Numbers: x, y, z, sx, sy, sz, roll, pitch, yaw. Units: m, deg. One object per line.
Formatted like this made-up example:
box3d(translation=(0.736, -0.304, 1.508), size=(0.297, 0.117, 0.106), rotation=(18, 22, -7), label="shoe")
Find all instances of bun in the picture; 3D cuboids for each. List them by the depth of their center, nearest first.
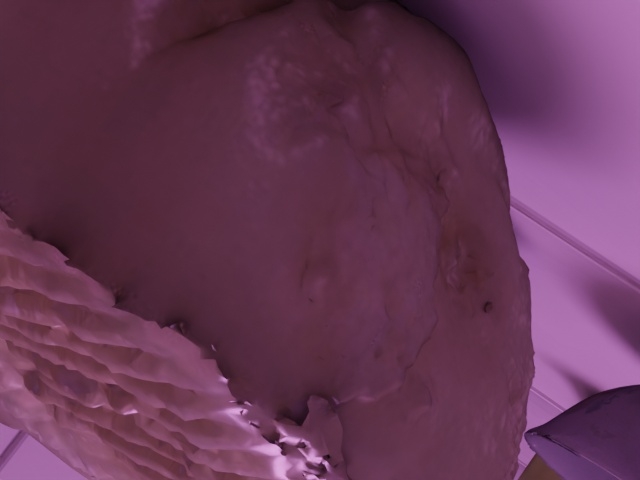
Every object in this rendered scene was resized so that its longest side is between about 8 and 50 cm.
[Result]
box3d(translation=(-0.054, -0.018, 0.718), size=(0.360, 0.211, 0.359), rotation=(35, 158, 17), label="bun")

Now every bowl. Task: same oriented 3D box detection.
box3d(translation=(0.209, 0.127, 0.906), size=(0.189, 0.086, 0.189), rotation=(38, 173, 5), label="bowl")

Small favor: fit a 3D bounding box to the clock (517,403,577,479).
box3d(translation=(0.272, 0.238, 1.238), size=(0.235, 0.096, 0.308), rotation=(33, 172, 25), label="clock")
